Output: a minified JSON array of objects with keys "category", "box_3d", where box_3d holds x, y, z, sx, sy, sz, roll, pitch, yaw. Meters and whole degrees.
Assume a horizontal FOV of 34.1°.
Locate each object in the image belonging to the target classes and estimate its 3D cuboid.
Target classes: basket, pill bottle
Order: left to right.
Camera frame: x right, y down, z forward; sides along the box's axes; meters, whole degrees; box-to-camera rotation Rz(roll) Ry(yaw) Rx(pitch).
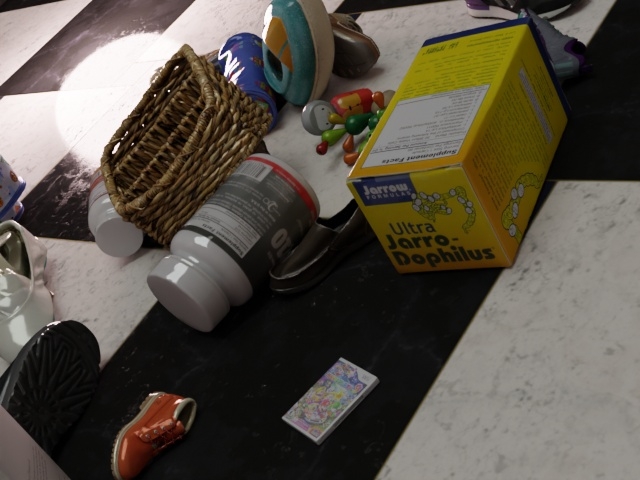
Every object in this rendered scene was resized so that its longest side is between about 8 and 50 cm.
[{"category":"pill bottle","box_3d":[-0.397,-0.062,2.068,0.121,0.121,0.216,-28,33,8]},{"category":"basket","box_3d":[-0.264,-0.164,1.880,0.299,0.223,0.213,-47,10,20]},{"category":"pill bottle","box_3d":[-0.142,0.005,1.719,0.161,0.161,0.283,9,51,47]}]

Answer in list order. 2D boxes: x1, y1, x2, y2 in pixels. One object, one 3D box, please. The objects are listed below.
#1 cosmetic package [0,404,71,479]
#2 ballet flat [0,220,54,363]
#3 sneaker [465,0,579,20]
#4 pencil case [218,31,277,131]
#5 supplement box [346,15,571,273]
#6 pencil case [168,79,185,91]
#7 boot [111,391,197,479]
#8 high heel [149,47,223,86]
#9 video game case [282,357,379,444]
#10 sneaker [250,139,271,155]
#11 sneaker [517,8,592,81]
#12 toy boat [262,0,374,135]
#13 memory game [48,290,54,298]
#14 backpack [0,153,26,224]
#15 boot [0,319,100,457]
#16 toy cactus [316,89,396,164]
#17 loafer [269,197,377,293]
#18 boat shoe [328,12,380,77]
[{"category":"cosmetic package","box_3d":[-0.490,0.325,1.396,0.197,0.365,0.155,-33,32,1]},{"category":"ballet flat","box_3d":[-0.596,0.086,2.008,0.139,0.139,0.400,-31,32,3]},{"category":"sneaker","box_3d":[0.366,-0.490,1.979,0.283,0.124,0.107,13,54,49]},{"category":"pencil case","box_3d":[-0.160,-0.326,2.222,0.133,0.119,0.306,-45,27,24]},{"category":"supplement box","box_3d":[0.219,-0.144,1.576,0.194,0.195,0.356,-5,40,37]},{"category":"pencil case","box_3d":[-0.331,-0.248,2.286,0.104,0.104,0.236,-8,41,34]},{"category":"boot","box_3d":[-0.243,0.287,1.528,0.084,0.059,0.158,-1,43,33]},{"category":"high heel","box_3d":[-0.292,-0.403,2.498,0.186,0.093,0.261,-30,19,-30]},{"category":"video game case","box_3d":[0.013,0.219,1.437,0.122,0.011,0.087,-44,33,-17]},{"category":"sneaker","box_3d":[-0.107,-0.127,1.976,0.071,0.066,0.188,-5,44,11]},{"category":"sneaker","box_3d":[0.401,-0.334,1.807,0.098,0.083,0.223,-7,40,2]},{"category":"toy boat","box_3d":[-0.030,-0.335,2.035,0.148,0.267,0.318,-23,57,-20]},{"category":"memory game","box_3d":[-0.602,0.158,2.052,0.186,0.012,0.186,-23,33,16]},{"category":"backpack","box_3d":[-0.803,-0.085,2.370,0.263,0.213,0.276,-15,41,40]},{"category":"boot","box_3d":[-0.616,0.311,1.756,0.445,0.146,0.367,-15,34,33]},{"category":"toy cactus","box_3d":[0.101,-0.228,1.896,0.219,0.112,0.180,-24,22,29]},{"category":"loafer","box_3d":[0.000,0.000,1.679,0.220,0.078,0.080,-37,32,-8]},{"category":"boat shoe","box_3d":[0.030,-0.429,2.197,0.116,0.123,0.324,-40,34,-15]}]
